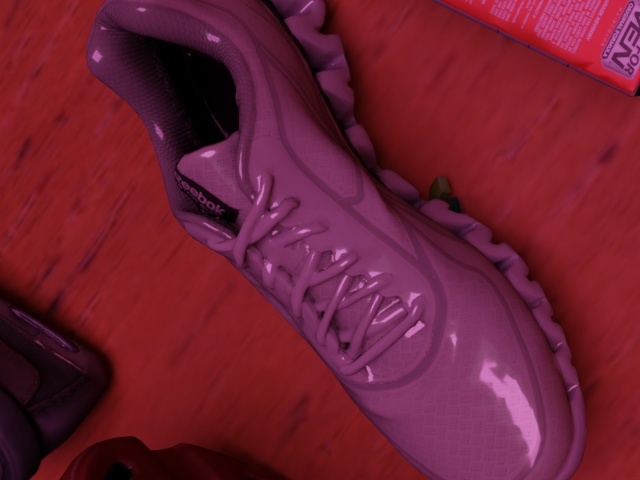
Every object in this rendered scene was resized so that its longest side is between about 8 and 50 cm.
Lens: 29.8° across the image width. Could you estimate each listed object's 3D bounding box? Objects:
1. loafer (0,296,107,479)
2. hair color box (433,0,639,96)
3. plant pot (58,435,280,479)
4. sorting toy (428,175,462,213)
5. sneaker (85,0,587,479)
[{"bbox_3d":[-0.235,0.035,0.669,0.267,0.084,0.096,34,139,18],"label":"loafer"},{"bbox_3d":[0.084,-0.110,0.514,0.141,0.072,0.043,30,106,15],"label":"hair color box"},{"bbox_3d":[-0.083,0.251,0.536,0.272,0.272,0.265,32,99,15],"label":"plant pot"},{"bbox_3d":[0.056,0.014,0.572,0.062,0.012,0.083,29,109,21],"label":"sorting toy"},{"bbox_3d":[0.000,0.000,0.527,0.110,0.118,0.292,-43,77,25],"label":"sneaker"}]
